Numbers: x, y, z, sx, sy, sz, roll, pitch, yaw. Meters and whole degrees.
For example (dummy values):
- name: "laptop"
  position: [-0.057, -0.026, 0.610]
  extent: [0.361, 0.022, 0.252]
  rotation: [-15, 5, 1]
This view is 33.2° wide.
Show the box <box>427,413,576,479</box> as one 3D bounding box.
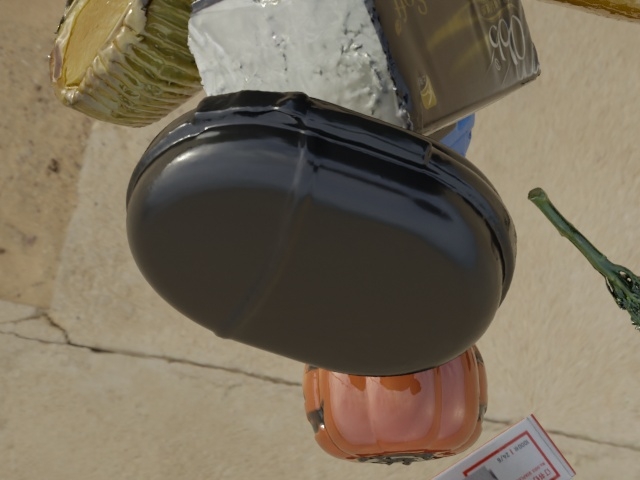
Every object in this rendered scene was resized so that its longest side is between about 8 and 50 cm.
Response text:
- name: "box"
  position: [0.263, 0.365, 1.607]
  extent: [0.229, 0.050, 0.123]
  rotation: [-25, 71, -27]

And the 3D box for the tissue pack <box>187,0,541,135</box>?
- name: "tissue pack"
  position: [0.058, -0.198, 1.086]
  extent: [0.210, 0.370, 0.198]
  rotation: [-17, 97, 34]

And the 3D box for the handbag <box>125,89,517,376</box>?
- name: "handbag"
  position: [0.000, 0.001, 0.834]
  extent: [0.308, 0.253, 0.093]
  rotation: [18, 50, -6]

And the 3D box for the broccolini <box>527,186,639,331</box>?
- name: "broccolini"
  position: [0.327, 0.020, 1.257]
  extent: [0.239, 0.054, 0.051]
  rotation: [44, 61, -16]

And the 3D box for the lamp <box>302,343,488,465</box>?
- name: "lamp"
  position: [0.075, 0.144, 1.091]
  extent: [0.188, 0.187, 0.163]
  rotation: [-7, 74, 10]

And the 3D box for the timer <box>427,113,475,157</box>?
- name: "timer"
  position: [0.097, -0.159, 1.529]
  extent: [0.115, 0.309, 0.340]
  rotation: [30, 56, 33]

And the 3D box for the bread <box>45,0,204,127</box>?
- name: "bread"
  position: [-0.204, -0.249, 1.251]
  extent: [0.253, 0.142, 0.227]
  rotation: [-34, 52, 42]

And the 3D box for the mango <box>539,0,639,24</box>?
- name: "mango"
  position: [0.126, -0.139, 0.464]
  extent: [0.184, 0.102, 0.084]
  rotation: [10, 91, 14]
